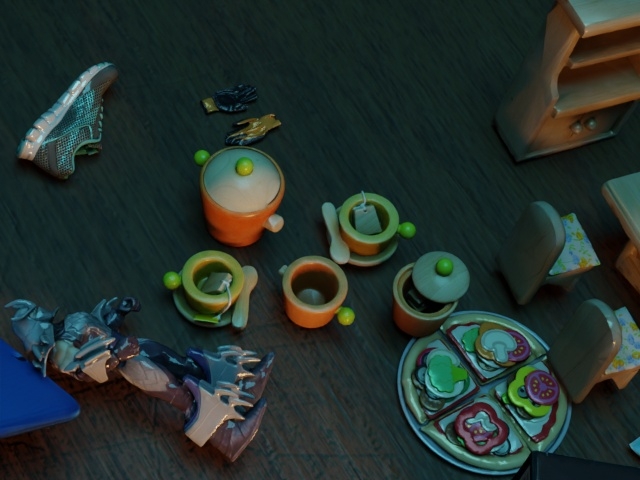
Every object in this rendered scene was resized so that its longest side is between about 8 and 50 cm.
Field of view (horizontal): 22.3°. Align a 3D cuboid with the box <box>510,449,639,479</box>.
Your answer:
[{"bbox_3d":[0.257,0.312,1.595,0.184,0.261,0.103,7,58,-8],"label":"box"}]

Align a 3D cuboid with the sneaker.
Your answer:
[{"bbox_3d":[-0.276,-0.134,1.871,0.076,0.065,0.166,40,61,-7],"label":"sneaker"}]

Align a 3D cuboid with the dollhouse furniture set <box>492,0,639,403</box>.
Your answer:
[{"bbox_3d":[0.390,-0.078,1.852,0.362,0.256,0.394,-15,62,-24],"label":"dollhouse furniture set"}]

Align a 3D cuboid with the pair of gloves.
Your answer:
[{"bbox_3d":[-0.095,-0.150,1.941,0.074,0.010,0.083,-25,65,-23],"label":"pair of gloves"}]

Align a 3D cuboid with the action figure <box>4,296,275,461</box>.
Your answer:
[{"bbox_3d":[-0.194,0.120,1.686,0.285,0.099,0.185,23,19,-11],"label":"action figure"}]

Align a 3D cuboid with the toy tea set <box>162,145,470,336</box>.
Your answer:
[{"bbox_3d":[0.000,0.000,1.795,0.336,0.124,0.200,6,58,-5],"label":"toy tea set"}]

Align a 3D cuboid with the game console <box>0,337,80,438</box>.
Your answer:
[{"bbox_3d":[-0.432,0.177,1.603,0.293,0.173,0.250,33,86,35],"label":"game console"}]

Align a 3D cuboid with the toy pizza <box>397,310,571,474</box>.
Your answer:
[{"bbox_3d":[0.185,0.163,1.804,0.201,0.032,0.201,6,59,-9],"label":"toy pizza"}]

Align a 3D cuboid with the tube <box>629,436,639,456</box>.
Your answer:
[{"bbox_3d":[0.438,0.279,1.787,0.080,0.052,0.207,-28,63,-33],"label":"tube"}]
